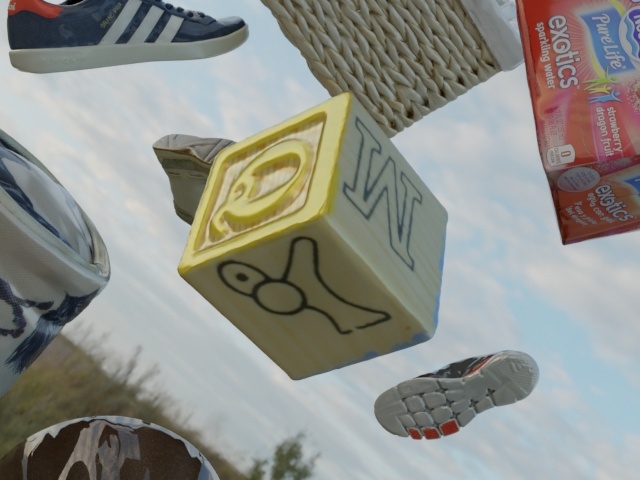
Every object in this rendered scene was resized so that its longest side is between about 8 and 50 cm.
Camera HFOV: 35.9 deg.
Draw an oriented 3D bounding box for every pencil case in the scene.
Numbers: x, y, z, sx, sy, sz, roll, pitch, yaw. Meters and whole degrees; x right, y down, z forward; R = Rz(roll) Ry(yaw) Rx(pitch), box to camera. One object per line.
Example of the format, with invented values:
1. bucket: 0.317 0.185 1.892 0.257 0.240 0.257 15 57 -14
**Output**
1. pencil case: -0.323 0.086 0.681 0.183 0.410 0.160 43 9 -11

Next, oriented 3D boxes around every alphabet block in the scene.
1. alphabet block: 0.000 0.000 1.029 0.192 0.193 0.197 -22 -52 29

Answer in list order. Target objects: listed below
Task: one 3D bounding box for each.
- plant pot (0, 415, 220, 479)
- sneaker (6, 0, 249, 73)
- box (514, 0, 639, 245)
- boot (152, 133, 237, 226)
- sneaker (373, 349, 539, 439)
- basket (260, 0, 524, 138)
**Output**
1. plant pot: -0.163 0.277 0.723 0.215 0.215 0.230 45 4 -19
2. sneaker: -0.260 -0.320 1.371 0.131 0.350 0.148 16 -66 55
3. box: 0.237 -0.140 0.816 0.128 0.256 0.122 -11 -31 15
4. boot: -0.191 -0.094 1.728 0.213 0.077 0.165 14 -50 33
5. sneaker: 0.128 0.144 0.936 0.065 0.158 0.061 -64 138 -83
6. basket: 0.106 -0.352 1.425 0.331 0.266 0.328 52 19 -13
